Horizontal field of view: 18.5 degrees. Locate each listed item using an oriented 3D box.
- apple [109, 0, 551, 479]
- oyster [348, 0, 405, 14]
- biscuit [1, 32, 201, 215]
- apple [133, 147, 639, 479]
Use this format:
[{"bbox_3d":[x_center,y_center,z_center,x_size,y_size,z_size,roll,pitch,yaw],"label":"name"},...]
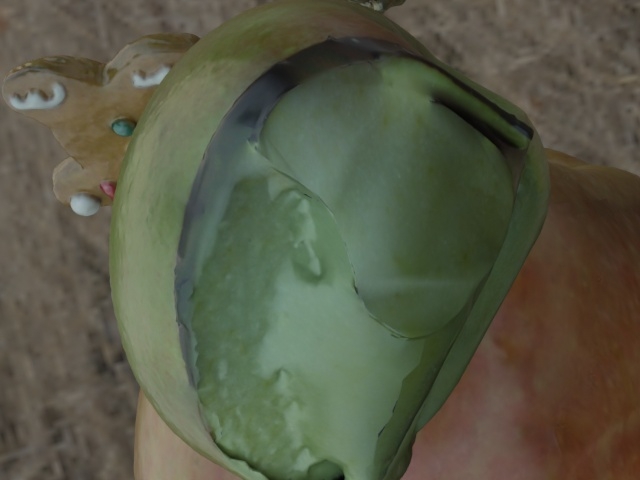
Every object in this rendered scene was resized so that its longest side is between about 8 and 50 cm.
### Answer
[{"bbox_3d":[0.000,0.000,0.834,0.174,0.207,0.188,34,101,27],"label":"apple"},{"bbox_3d":[0.039,-0.185,1.311,0.209,0.133,0.072,141,129,-58],"label":"oyster"},{"bbox_3d":[-0.157,-0.077,1.875,0.339,0.216,0.047,72,-171,-58],"label":"biscuit"},{"bbox_3d":[0.078,0.098,1.239,0.391,0.391,0.346,9,94,54],"label":"apple"}]
